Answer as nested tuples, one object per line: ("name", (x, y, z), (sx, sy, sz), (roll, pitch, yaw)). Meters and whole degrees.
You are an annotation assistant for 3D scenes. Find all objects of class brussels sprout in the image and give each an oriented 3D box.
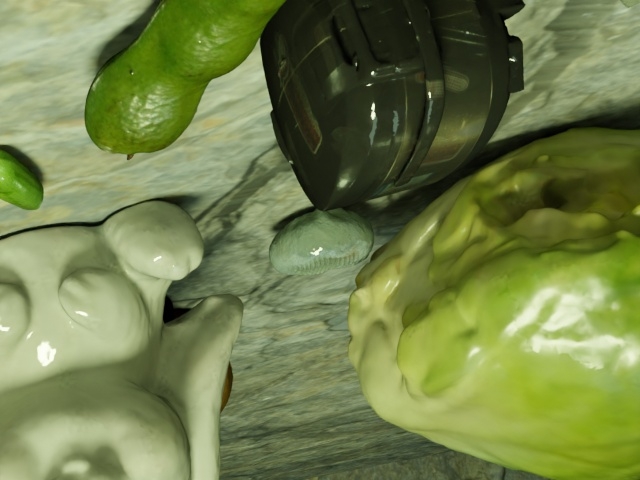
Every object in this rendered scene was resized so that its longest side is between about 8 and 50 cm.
("brussels sprout", (0.197, 0.041, 1.072), (0.344, 0.268, 0.344), (5, 155, 2))

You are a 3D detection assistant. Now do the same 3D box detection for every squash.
("squash", (-0.181, -0.034, 0.840), (0.027, 0.027, 0.089), (-16, 167, 5))

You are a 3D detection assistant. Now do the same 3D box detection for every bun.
("bun", (0.000, 0.000, 1.099), (0.083, 0.045, 0.083), (-11, 165, -3))

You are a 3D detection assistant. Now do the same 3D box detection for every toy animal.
("toy animal", (-0.168, 0.131, 0.992), (0.271, 0.265, 0.206), (-14, 167, -12))

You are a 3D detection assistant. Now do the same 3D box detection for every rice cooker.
("rice cooker", (0.029, -0.080, 0.705), (0.106, 0.112, 0.165), (-14, 167, -26))

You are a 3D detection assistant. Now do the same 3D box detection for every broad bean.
("broad bean", (-0.044, -0.106, 0.654), (0.256, 0.052, 0.053), (-37, -170, 50))

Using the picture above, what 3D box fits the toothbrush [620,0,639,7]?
("toothbrush", (0.144, -0.152, 0.740), (0.017, 0.014, 0.194), (-21, 164, 22))

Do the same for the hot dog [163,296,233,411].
("hot dog", (-0.177, 0.147, 1.347), (0.194, 0.107, 0.326), (-18, 165, 13))
